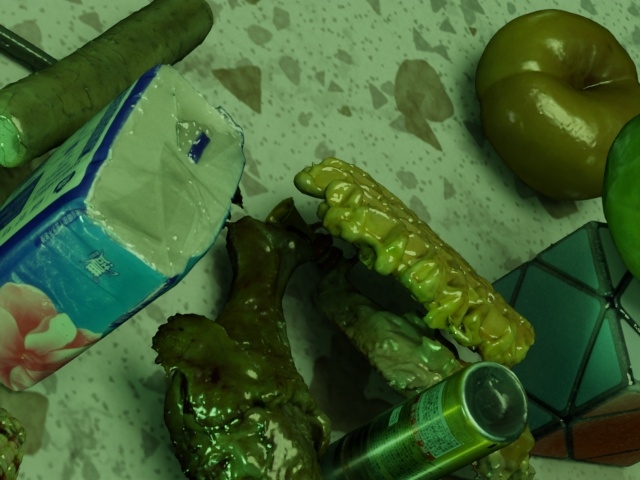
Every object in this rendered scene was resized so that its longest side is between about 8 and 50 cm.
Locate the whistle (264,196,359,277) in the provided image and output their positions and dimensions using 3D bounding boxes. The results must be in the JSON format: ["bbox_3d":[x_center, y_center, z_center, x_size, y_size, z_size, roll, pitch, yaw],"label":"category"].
[{"bbox_3d":[-0.002,-0.004,2.052,0.109,0.057,0.046,35,13,-20],"label":"whistle"}]

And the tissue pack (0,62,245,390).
[{"bbox_3d":[-0.200,-0.007,1.728,0.137,0.269,0.209,37,46,-18],"label":"tissue pack"}]

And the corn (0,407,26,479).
[{"bbox_3d":[-0.324,0.238,1.612,0.086,0.086,0.253,43,42,-12],"label":"corn"}]

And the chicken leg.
[{"bbox_3d":[-0.082,0.118,1.862,0.211,0.140,0.361,38,32,-46],"label":"chicken leg"}]

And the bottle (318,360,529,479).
[{"bbox_3d":[0.082,0.198,1.836,0.082,0.286,0.082,16,59,-29],"label":"bottle"}]

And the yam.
[{"bbox_3d":[-0.215,-0.163,1.896,0.083,0.083,0.371,53,36,-3],"label":"yam"}]

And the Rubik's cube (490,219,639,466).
[{"bbox_3d":[0.326,0.120,2.154,0.207,0.205,0.205,11,58,-35],"label":"Rubik's cube"}]

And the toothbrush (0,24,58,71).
[{"bbox_3d":[-0.264,-0.172,1.948,0.297,0.030,0.030,31,23,-21],"label":"toothbrush"}]

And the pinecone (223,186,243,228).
[{"bbox_3d":[-0.139,-0.071,1.925,0.120,0.140,0.140,-20,77,-10],"label":"pinecone"}]

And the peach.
[{"bbox_3d":[0.296,-0.167,2.345,0.251,0.153,0.251,28,44,-31],"label":"peach"}]

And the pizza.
[{"bbox_3d":[0.128,0.152,1.972,0.089,0.223,0.323,-45,99,-2],"label":"pizza"}]

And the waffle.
[{"bbox_3d":[0.100,0.020,1.998,0.329,0.062,0.329,43,6,-6],"label":"waffle"}]

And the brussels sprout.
[{"bbox_3d":[0.410,-0.037,2.037,0.244,0.244,0.244,21,53,-31],"label":"brussels sprout"}]
